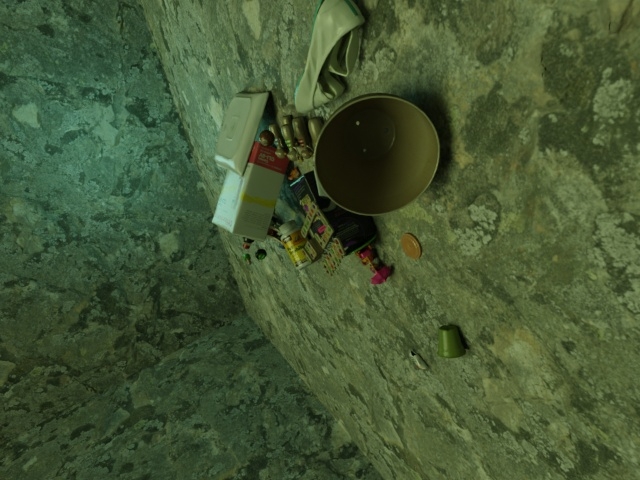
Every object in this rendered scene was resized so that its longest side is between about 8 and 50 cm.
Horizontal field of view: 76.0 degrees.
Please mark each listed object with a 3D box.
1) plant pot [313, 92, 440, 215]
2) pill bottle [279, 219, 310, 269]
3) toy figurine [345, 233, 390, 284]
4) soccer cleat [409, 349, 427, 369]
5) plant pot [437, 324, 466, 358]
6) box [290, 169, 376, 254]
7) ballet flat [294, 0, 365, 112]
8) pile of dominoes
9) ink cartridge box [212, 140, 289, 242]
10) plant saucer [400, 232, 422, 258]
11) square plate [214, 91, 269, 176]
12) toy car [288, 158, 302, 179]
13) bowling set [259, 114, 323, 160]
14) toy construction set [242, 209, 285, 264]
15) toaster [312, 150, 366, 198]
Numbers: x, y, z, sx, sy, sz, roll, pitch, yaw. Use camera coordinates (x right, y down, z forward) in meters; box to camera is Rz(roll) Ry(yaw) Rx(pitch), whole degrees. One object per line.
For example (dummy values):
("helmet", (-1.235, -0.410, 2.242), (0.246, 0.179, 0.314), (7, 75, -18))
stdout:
("plant pot", (0.128, -0.231, 1.003), (0.191, 0.283, 0.284), (-88, -10, -57))
("pill bottle", (-0.104, 0.018, 1.870), (0.215, 0.117, 0.117), (61, 157, 5))
("toy figurine", (0.168, 0.074, 1.394), (0.159, 0.130, 0.173), (57, 179, -7))
("soccer cleat", (0.346, 0.423, 1.455), (0.083, 0.029, 0.036), (44, 154, 48))
("plant pot", (0.379, 0.292, 1.204), (0.083, 0.083, 0.079), (0, 101, 64))
("box", (0.042, -0.110, 1.374), (0.271, 0.165, 0.143), (66, 157, -3))
("ballet flat", (0.020, -0.469, 1.128), (0.139, 0.139, 0.400), (57, 155, 15))
("pile of dominoes", (-0.007, 0.011, 1.342), (0.196, 0.040, 0.251), (56, 157, 14))
("ink cartridge box", (-0.303, -0.215, 1.753), (0.279, 0.160, 0.385), (21, 96, 56))
("plant saucer", (0.268, 0.018, 1.223), (0.083, 0.013, 0.084), (45, 150, 35))
("square plate", (-0.354, -0.467, 1.737), (0.344, 0.049, 0.348), (31, 103, 54))
("toy car", (-0.099, -0.280, 1.639), (0.040, 0.060, 0.122), (29, 160, 0))
("bowling set", (-0.118, -0.339, 1.450), (0.287, 0.199, 0.154), (32, 143, 57))
("toy construction set", (-0.300, -0.092, 2.029), (0.309, 0.257, 0.237), (88, 157, -46))
("toaster", (0.085, -0.190, 1.207), (0.185, 0.168, 0.110), (18, 127, 58))
